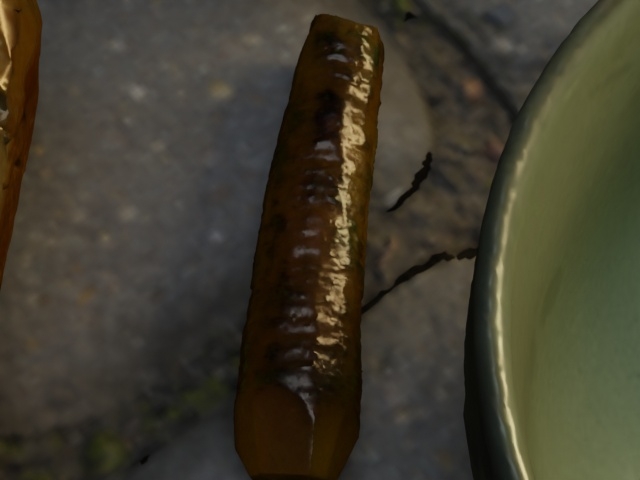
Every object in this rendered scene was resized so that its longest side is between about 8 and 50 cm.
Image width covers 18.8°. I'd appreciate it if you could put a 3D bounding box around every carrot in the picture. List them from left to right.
[{"bbox_3d":[0.000,0.000,0.639,0.042,0.042,0.170,7,65,3],"label":"carrot"}]

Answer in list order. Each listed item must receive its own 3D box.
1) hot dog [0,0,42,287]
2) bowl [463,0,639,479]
[{"bbox_3d":[-0.178,0.021,0.577,0.153,0.150,0.256,11,66,-7],"label":"hot dog"},{"bbox_3d":[0.189,0.058,0.546,0.307,0.163,0.307,0,65,0],"label":"bowl"}]
